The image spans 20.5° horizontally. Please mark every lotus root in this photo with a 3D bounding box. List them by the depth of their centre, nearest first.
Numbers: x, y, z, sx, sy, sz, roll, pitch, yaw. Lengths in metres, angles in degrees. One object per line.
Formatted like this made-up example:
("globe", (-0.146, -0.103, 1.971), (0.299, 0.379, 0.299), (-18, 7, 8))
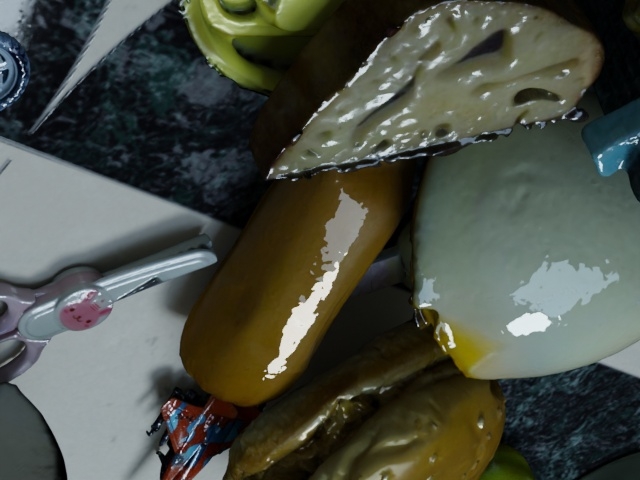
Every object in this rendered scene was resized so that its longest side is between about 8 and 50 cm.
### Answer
("lotus root", (0.082, -0.132, 1.302), (0.261, 0.074, 0.170), (-10, 143, -16))

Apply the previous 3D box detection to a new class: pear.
("pear", (0.188, 0.263, 1.898), (0.092, 0.092, 0.097), (-24, 99, -9))

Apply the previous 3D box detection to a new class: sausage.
("sausage", (-0.005, -0.003, 1.466), (0.112, 0.112, 0.328), (11, 123, -40))

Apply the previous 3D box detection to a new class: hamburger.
("hamburger", (0.050, 0.192, 1.608), (0.319, 0.158, 0.318), (-35, 164, -12))

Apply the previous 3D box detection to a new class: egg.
("egg", (0.208, -0.008, 1.471), (0.286, 0.174, 0.264), (3, 94, -46))

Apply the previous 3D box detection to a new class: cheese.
("cheese", (0.090, 0.013, 1.589), (0.255, 0.050, 0.127), (-18, 140, -16))

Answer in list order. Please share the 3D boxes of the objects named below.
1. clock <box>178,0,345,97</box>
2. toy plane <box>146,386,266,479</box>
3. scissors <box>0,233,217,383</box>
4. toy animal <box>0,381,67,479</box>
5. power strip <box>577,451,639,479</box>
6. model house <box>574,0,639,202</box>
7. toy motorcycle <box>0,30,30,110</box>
("clock", (0.031, -0.220, 1.284), (0.294, 0.071, 0.277), (-3, 141, -26))
("toy plane", (-0.120, 0.189, 1.634), (0.130, 0.061, 0.189), (14, 127, -43))
("scissors", (-0.201, 0.048, 1.452), (0.242, 0.030, 0.118), (-22, 141, -6))
("toy animal", (-0.357, 0.273, 1.437), (0.251, 0.251, 0.310), (4, 128, -36))
("power strip", (0.377, 0.407, 2.110), (0.358, 0.161, 0.357), (-17, 138, -16))
("model house", (0.292, -0.182, 1.376), (0.241, 0.261, 0.226), (-26, 135, 15))
("toy motorcycle", (-0.277, -0.173, 1.125), (0.136, 0.092, 0.254), (-16, 131, -4))
